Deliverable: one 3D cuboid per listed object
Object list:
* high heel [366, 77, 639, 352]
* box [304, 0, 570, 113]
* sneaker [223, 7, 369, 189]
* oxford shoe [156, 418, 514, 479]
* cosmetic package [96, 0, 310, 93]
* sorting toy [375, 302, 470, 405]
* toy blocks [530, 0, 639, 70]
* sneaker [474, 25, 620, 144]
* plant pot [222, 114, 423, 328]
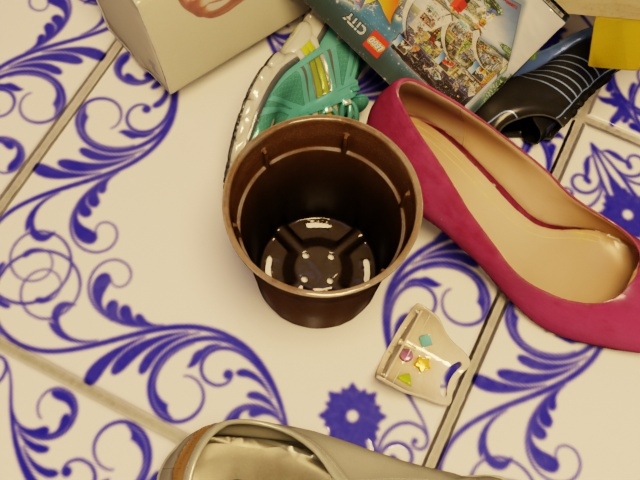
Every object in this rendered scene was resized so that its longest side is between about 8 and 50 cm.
[{"bbox_3d":[0.206,-0.014,0.748,0.377,0.181,0.127,24,69,8],"label":"high heel"},{"bbox_3d":[0.097,-0.235,0.786,0.233,0.159,0.044,45,33,-1],"label":"box"},{"bbox_3d":[-0.008,-0.150,0.847,0.110,0.107,0.275,33,70,2],"label":"sneaker"},{"bbox_3d":[0.076,0.252,0.664,0.450,0.130,0.169,16,66,3],"label":"oxford shoe"},{"bbox_3d":[-0.091,-0.310,0.878,0.296,0.129,0.153,-36,59,-15],"label":"cosmetic package"},{"bbox_3d":[0.100,0.116,0.769,0.075,0.045,0.083,31,69,3],"label":"sorting toy"},{"bbox_3d":[0.263,-0.316,0.855,0.382,0.190,0.261,12,31,21],"label":"toy blocks"},{"bbox_3d":[0.254,-0.159,0.873,0.232,0.081,0.090,-21,78,-6],"label":"sneaker"},{"bbox_3d":[0.000,0.000,0.746,0.167,0.165,0.166,1,66,-1],"label":"plant pot"}]
